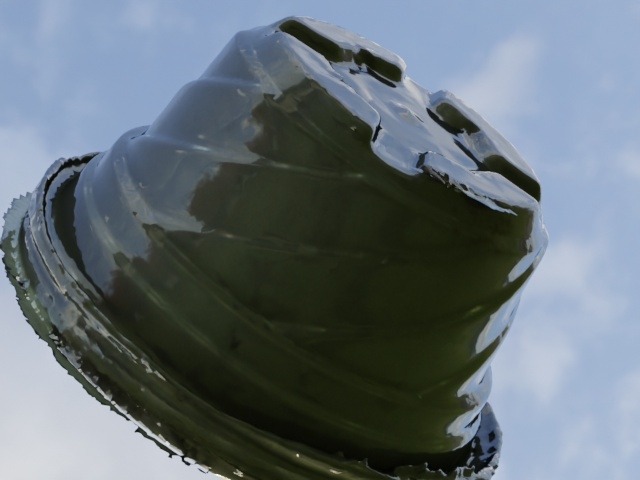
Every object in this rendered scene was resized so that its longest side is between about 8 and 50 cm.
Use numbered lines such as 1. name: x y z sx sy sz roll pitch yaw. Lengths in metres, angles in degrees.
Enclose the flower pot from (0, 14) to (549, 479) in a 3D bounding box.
1. flower pot: 0.000 0.000 0.710 0.235 0.235 0.140 18 -64 -36
